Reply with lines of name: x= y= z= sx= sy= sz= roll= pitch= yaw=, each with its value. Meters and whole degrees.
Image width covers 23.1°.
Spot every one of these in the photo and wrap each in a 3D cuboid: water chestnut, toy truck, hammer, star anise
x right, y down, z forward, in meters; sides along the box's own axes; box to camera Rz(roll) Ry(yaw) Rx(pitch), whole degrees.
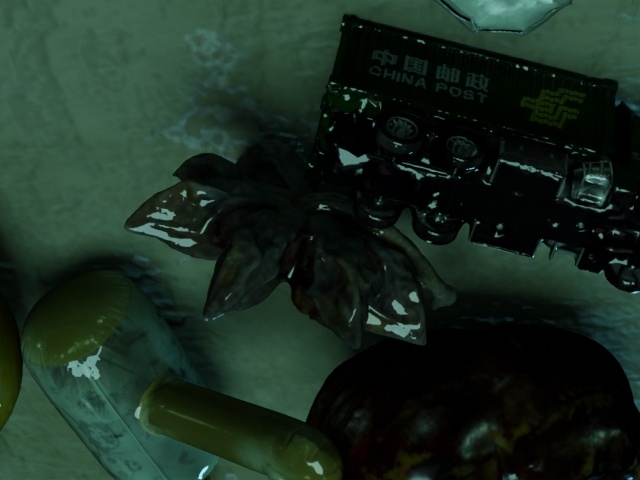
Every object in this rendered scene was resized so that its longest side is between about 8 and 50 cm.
water chestnut: x=0.119 y=0.197 z=1.180 sx=0.289 sy=0.244 sz=0.289 roll=8 pitch=133 yaw=8
toy truck: x=0.124 y=-0.052 z=1.029 sx=0.259 sy=0.121 sz=0.088 roll=15 pitch=133 yaw=-2
hammer: x=-0.089 y=0.134 z=1.178 sx=0.305 sy=0.113 sz=0.202 roll=16 pitch=148 yaw=46
star anise: x=0.000 y=0.000 z=1.061 sx=0.262 sy=0.230 sz=0.081 roll=12 pitch=112 yaw=-29

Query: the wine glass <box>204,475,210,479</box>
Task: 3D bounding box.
wine glass: x=-0.077 y=0.278 z=1.415 sx=0.072 sy=0.072 sz=0.155 roll=-28 pitch=121 yaw=32

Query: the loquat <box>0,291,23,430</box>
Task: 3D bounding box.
loquat: x=-0.323 y=0.087 z=1.214 sx=0.179 sy=0.179 sz=0.227 roll=9 pitch=143 yaw=3

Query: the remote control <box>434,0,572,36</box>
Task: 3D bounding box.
remote control: x=0.057 y=-0.212 z=0.944 sx=0.247 sy=0.052 sz=0.104 roll=33 pitch=129 yaw=-16
